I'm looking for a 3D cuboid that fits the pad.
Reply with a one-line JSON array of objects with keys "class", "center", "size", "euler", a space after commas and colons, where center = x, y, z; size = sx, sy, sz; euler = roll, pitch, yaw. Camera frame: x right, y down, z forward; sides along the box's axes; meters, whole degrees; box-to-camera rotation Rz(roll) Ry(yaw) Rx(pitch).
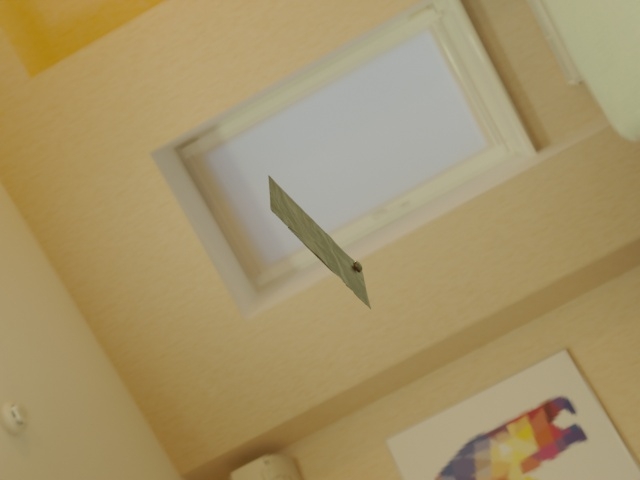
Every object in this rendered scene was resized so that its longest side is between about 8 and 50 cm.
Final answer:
[{"class": "pad", "center": [0.000, 0.000, 1.046], "size": [0.188, 0.006, 0.113], "euler": [45, -164, -22]}]
